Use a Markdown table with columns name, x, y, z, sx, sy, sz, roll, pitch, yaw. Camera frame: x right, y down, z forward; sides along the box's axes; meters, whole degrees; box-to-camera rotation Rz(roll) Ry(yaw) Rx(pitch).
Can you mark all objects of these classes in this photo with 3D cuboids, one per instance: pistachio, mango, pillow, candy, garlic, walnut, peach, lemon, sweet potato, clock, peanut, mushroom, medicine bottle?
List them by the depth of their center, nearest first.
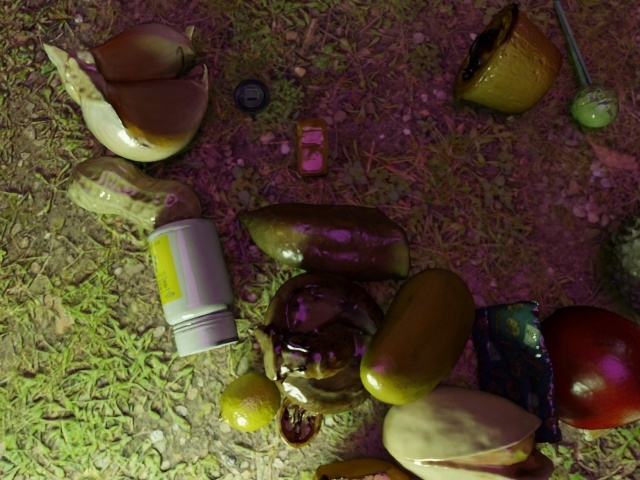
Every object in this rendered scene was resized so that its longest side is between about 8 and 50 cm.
| name | x | y | z | sx | sy | sz | roll | pitch | yaw |
| --- | --- | --- | --- | --- | --- | --- | --- | --- | --- |
| pistachio | 0.252 | 0.364 | 0.906 | 0.299 | 0.187 | 0.187 | -11 | 78 | 39 |
| peach | 0.504 | 0.242 | 0.928 | 0.200 | 0.243 | 0.243 | 11 | 78 | -40 |
| mango | 0.190 | 0.183 | 0.934 | 0.331 | 0.142 | 0.195 | -47 | 126 | -36 |
| mushroom | -0.004 | 0.189 | 0.934 | 0.195 | 0.283 | 0.263 | 4 | 85 | 35 |
| mango | 0.093 | 0.495 | 0.941 | 0.252 | 0.126 | 0.153 | 9 | 89 | 1 |
| pillow | 0.367 | 0.249 | 0.953 | 0.034 | 0.189 | 0.255 | -1 | 78 | -25 |
| lemon | -0.140 | 0.321 | 0.985 | 0.133 | 0.109 | 0.109 | -30 | 81 | -19 |
| walnut | -0.045 | 0.353 | 1.004 | 0.091 | 0.052 | 0.121 | 17 | 77 | -15 |
| medicine bottle | -0.253 | 0.095 | 1.006 | 0.143 | 0.143 | 0.258 | -17 | 81 | -2 |
| sweet potato | 0.000 | 0.000 | 1.015 | 0.370 | 0.158 | 0.157 | 6 | 81 | 0 |
| garlic | -0.382 | -0.323 | 1.040 | 0.286 | 0.313 | 0.249 | 32 | 126 | 13 |
| peanut | -0.390 | -0.101 | 1.047 | 0.298 | 0.136 | 0.120 | 17 | 42 | 3 |
| candy | 0.581 | -0.407 | 1.114 | 0.093 | 0.092 | 0.335 | -20 | 70 | 35 |
| clock | -0.157 | -0.329 | 1.136 | 0.085 | 0.017 | 0.085 | 0 | 81 | 1 |

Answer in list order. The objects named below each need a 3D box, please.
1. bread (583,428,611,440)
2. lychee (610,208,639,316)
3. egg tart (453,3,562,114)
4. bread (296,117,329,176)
| name | x | y | z | sx | sy | sz | roll | pitch | yaw |
| --- | --- | --- | --- | --- | --- | --- | --- | --- | --- |
| bread | 0.550 | 0.356 | 1.004 | 0.070 | 0.035 | 0.083 | -34 | 88 | -4 |
| lychee | 0.714 | 0.037 | 0.941 | 0.300 | 0.300 | 0.300 | 0 | 81 | 1 |
| egg tart | 0.390 | -0.371 | 1.051 | 0.171 | 0.215 | 0.215 | 27 | 82 | -10 |
| bread | -0.017 | -0.203 | 1.094 | 0.074 | 0.053 | 0.132 | 1 | 83 | 1 |
